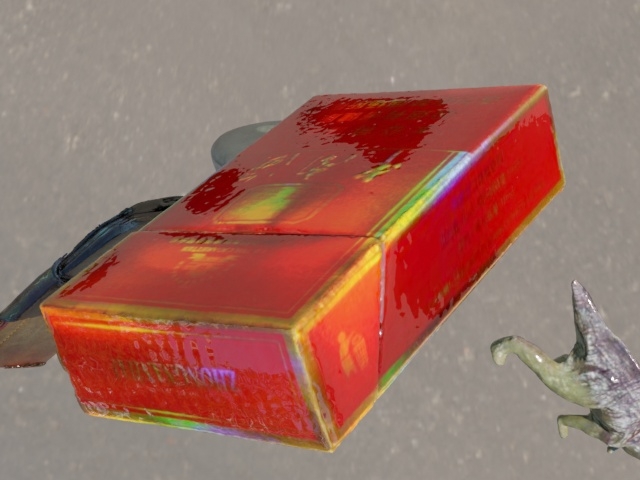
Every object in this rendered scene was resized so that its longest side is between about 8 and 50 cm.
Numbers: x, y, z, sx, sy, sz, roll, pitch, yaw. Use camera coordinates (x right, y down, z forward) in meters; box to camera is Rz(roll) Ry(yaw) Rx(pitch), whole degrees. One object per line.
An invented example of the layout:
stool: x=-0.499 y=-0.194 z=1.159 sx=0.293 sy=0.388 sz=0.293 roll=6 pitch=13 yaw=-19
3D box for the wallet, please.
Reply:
wallet: x=-0.225 y=0.045 z=1.150 sx=0.255 sy=0.137 sz=0.031 roll=-41 pitch=74 yaw=25

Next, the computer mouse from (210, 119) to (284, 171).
computer mouse: x=-0.027 y=-0.061 z=1.563 sx=0.188 sy=0.371 sz=0.122 roll=-9 pitch=108 yaw=-12

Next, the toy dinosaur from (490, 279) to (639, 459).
toy dinosaur: x=0.321 y=0.174 z=1.412 sx=0.294 sy=0.077 sz=0.162 roll=47 pitch=146 yaw=-21

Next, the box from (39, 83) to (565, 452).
box: x=0.001 y=0.000 z=0.802 sx=0.197 sy=0.313 sz=0.089 roll=3 pitch=122 yaw=36
